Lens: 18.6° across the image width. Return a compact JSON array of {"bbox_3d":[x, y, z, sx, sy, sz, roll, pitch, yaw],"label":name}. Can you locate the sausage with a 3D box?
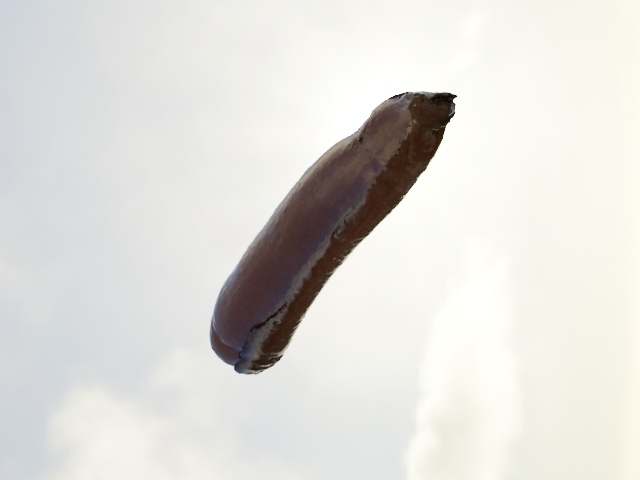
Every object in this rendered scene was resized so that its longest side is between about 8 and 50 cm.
[{"bbox_3d":[0.000,-0.001,0.830,0.177,0.047,0.040,-53,44,42],"label":"sausage"}]
